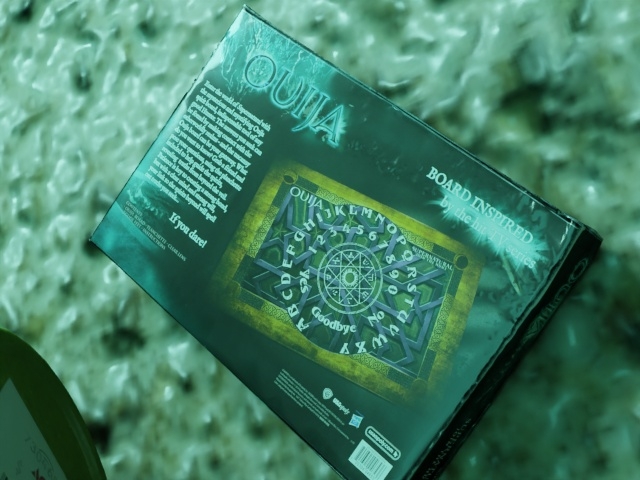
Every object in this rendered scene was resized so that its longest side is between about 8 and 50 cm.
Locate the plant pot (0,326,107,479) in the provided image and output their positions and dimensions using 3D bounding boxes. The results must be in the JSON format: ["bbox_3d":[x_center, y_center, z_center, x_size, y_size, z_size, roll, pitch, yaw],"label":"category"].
[{"bbox_3d":[-0.236,0.147,0.406,0.293,0.275,0.275,-20,67,6],"label":"plant pot"}]

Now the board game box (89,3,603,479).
[{"bbox_3d":[0.000,0.000,0.424,0.186,0.026,0.126,39,97,31],"label":"board game box"}]
